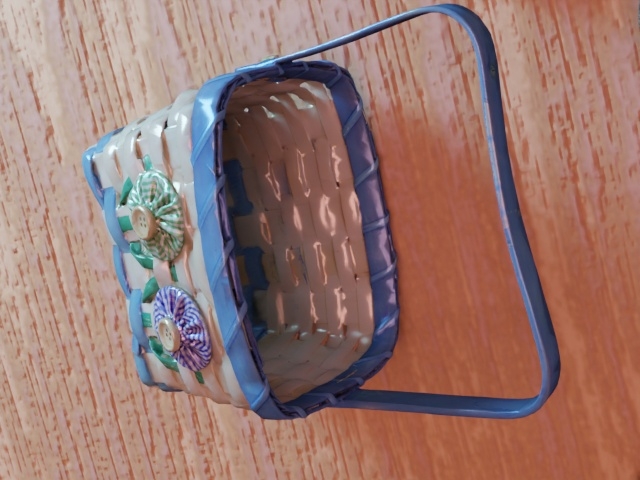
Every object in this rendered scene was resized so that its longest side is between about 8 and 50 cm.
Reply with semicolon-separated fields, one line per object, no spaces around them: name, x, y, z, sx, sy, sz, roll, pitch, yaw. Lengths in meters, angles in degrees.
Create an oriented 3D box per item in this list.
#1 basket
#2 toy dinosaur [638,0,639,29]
basket;0.000;0.000;0.693;0.289;0.201;0.254;-10;98;29
toy dinosaur;0.264;-0.171;0.636;0.160;0.121;0.313;24;113;24
